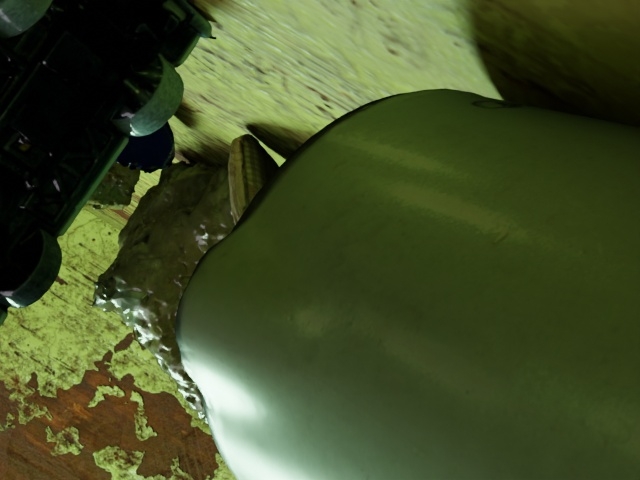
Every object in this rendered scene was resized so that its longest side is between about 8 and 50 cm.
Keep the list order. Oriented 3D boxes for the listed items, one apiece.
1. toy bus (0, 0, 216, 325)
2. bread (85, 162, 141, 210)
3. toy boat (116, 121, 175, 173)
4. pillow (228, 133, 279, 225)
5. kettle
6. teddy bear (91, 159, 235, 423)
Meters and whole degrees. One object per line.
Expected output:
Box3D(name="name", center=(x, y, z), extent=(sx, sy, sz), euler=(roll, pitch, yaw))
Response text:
Box3D(name="toy bus", center=(-0.213, -0.066, 0.664), extent=(0.165, 0.271, 0.133), euler=(28, 171, 45))
Box3D(name="bread", center=(-0.290, -0.111, 1.177), extent=(0.196, 0.102, 0.138), euler=(28, -172, 34))
Box3D(name="toy boat", center=(-0.255, -0.167, 0.999), extent=(0.318, 0.072, 0.219), euler=(38, 178, 21))
Box3D(name="pillow", center=(0.000, 0.002, 0.910), extent=(0.211, 0.034, 0.135), euler=(37, -149, -36))
Box3D(name="kettle", center=(0.184, 0.087, 0.424), extent=(0.361, 0.250, 0.376), euler=(1, -164, -38))
Box3D(name="teddy bear", center=(-0.142, 0.028, 1.153), extent=(0.156, 0.267, 0.256), euler=(8, -167, -4))
